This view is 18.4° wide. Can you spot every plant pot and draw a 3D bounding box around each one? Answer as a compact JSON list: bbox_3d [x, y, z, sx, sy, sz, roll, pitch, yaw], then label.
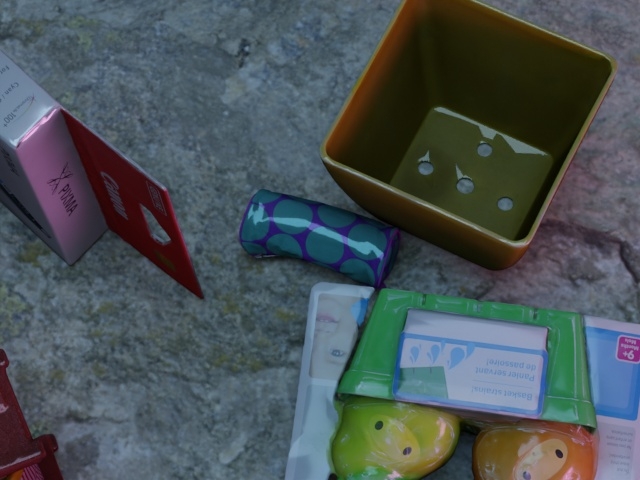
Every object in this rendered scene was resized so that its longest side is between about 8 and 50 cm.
[{"bbox_3d":[0.140,-0.088,1.893,0.212,0.187,0.212,25,72,11],"label":"plant pot"}]

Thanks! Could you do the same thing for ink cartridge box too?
[{"bbox_3d":[-0.239,-0.052,1.839,0.261,0.296,0.066,40,76,16],"label":"ink cartridge box"}]

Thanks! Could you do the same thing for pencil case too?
[{"bbox_3d":[0.000,0.000,1.932,0.152,0.064,0.070,16,108,8],"label":"pencil case"}]

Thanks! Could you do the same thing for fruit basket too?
[{"bbox_3d":[0.126,0.224,1.786,0.327,0.165,0.353,8,72,6],"label":"fruit basket"}]

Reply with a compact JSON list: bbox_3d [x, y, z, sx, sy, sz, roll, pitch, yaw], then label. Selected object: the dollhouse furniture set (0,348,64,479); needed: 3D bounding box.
[{"bbox_3d":[-0.365,0.115,1.842,0.152,0.201,0.374,-24,63,-6],"label":"dollhouse furniture set"}]
